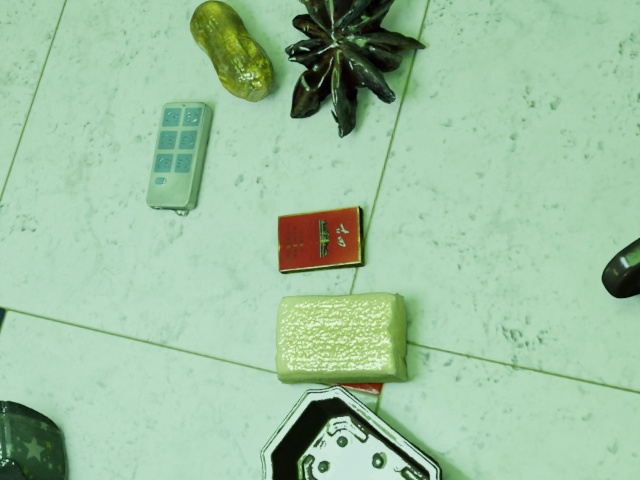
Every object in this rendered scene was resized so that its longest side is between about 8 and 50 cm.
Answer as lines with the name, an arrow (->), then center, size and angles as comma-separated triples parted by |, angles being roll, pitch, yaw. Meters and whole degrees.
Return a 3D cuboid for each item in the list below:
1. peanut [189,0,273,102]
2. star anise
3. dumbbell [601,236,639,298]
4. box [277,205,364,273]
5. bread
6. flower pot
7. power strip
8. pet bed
peanut -> -0.139, -0.298, 1.903 | 0.087, 0.087, 0.207 | -37, 62, 7
star anise -> 0.039, -0.293, 1.816 | 0.212, 0.129, 0.283 | -9, 79, 25
dumbbell -> 0.468, 0.096, 1.522 | 0.140, 0.124, 0.225 | -34, 65, 7
box -> 0.000, 0.000, 1.790 | 0.133, 0.023, 0.090 | -6, 74, 20
bread -> 0.029, 0.138, 1.711 | 0.188, 0.068, 0.125 | -4, 73, 21
flower pot -> 0.051, 0.325, 1.636 | 0.251, 0.084, 0.179 | 37, 89, 25
power strip -> -0.224, -0.134, 1.912 | 0.081, 0.035, 0.192 | 3, 74, 22
pet bed -> -0.500, 0.352, 1.790 | 0.210, 0.183, 0.159 | -19, 62, 13
